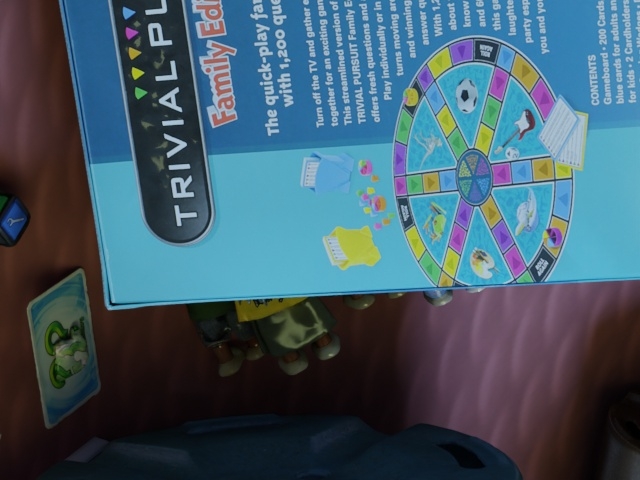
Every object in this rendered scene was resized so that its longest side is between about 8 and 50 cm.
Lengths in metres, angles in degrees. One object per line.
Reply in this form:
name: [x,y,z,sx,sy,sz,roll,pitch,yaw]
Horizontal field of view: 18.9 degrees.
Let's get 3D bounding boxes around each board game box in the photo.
board game box: [0.054,-0.107,0.864,0.336,0.079,0.253,-3,108,13]

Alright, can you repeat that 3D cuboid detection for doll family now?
doll family: [0.000,0.000,1.007,0.193,0.076,0.111,-26,116,-3]

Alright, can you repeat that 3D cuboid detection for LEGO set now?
LEGO set: [-0.184,0.101,0.991,0.060,0.182,0.244,10,119,29]

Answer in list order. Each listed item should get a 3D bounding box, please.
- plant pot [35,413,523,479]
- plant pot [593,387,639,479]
plant pot: [-0.018,0.279,0.993,0.341,0.341,0.334,-5,100,-10]
plant pot: [0.218,0.179,1.107,0.167,0.167,0.165,-2,110,-12]
